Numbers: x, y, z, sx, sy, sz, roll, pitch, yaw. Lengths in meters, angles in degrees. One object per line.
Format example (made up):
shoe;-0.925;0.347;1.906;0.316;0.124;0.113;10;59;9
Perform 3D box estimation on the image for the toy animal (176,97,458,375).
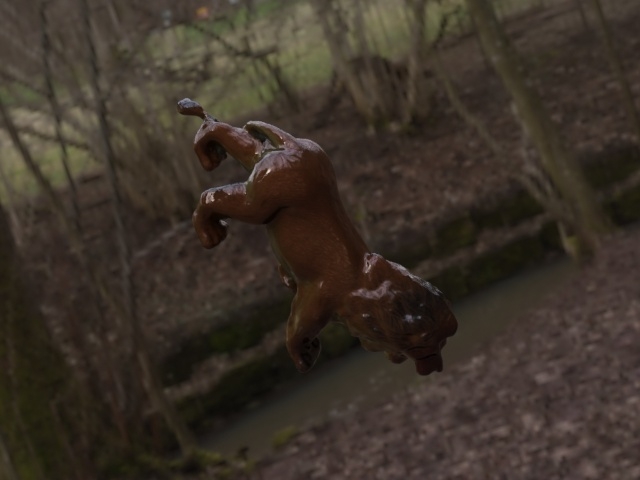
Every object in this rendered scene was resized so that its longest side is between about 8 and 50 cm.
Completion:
toy animal;0.000;0.000;1.198;0.157;0.312;0.097;-21;21;35
